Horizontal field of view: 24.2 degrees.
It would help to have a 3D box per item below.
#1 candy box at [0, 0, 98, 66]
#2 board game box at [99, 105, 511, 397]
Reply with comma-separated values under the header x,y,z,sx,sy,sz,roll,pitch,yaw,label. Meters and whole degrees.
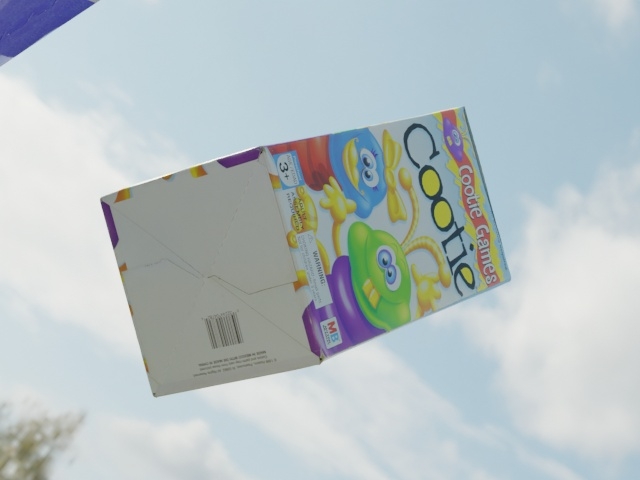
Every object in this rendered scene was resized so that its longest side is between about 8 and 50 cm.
x,y,z,sx,sy,sz,roll,pitch,yaw,label
-0.166,-0.271,0.697,0.317,0.268,0.122,61,13,10,candy box
0.000,0.000,1.057,0.144,0.275,0.142,-14,-89,33,board game box
